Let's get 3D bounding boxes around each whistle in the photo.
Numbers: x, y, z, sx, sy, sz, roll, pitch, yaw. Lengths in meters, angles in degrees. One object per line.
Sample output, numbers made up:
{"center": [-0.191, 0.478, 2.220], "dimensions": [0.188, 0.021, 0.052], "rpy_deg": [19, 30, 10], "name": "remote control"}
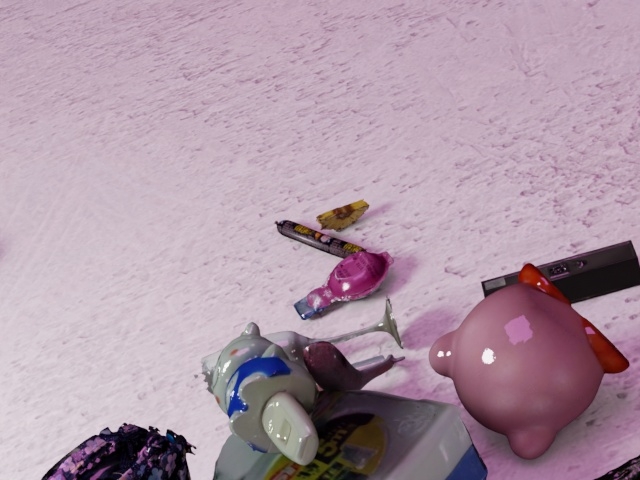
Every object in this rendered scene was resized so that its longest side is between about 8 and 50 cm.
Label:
{"center": [-0.058, 0.165, 1.625], "dimensions": [0.092, 0.110, 0.244], "rpy_deg": [12, 16, -24], "name": "whistle"}

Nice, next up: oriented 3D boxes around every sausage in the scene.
{"center": [0.000, 0.000, 2.161], "dimensions": [0.028, 0.025, 0.198], "rpy_deg": [-40, 38, -24], "name": "sausage"}

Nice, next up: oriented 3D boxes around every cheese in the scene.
{"center": [0.031, 0.058, 2.046], "dimensions": [0.145, 0.038, 0.095], "rpy_deg": [-30, 32, -4], "name": "cheese"}

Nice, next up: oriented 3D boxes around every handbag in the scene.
{"center": [-0.227, 0.310, 1.660], "dimensions": [0.126, 0.208, 0.228], "rpy_deg": [21, 48, 40], "name": "handbag"}

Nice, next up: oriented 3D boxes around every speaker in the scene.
{"center": [0.295, 0.051, 1.901], "dimensions": [0.191, 0.046, 0.040], "rpy_deg": [-16, 32, 7], "name": "speaker"}

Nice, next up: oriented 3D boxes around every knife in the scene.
{"center": [0.029, 0.149, 1.778], "dimensions": [0.123, 0.053, 0.278], "rpy_deg": [-22, -11, 5], "name": "knife"}

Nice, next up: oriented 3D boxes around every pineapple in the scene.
{"center": [0.028, -0.032, 2.175], "dimensions": [0.083, 0.045, 0.019], "rpy_deg": [-21, 60, -20], "name": "pineapple"}

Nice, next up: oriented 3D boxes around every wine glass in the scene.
{"center": [-0.029, 0.137, 1.938], "dimensions": [0.262, 0.074, 0.074], "rpy_deg": [-17, 33, 7], "name": "wine glass"}

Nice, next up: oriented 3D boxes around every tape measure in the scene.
{"center": [0.014, 0.272, 1.648], "dimensions": [0.262, 0.138, 0.259], "rpy_deg": [14, 45, 42], "name": "tape measure"}

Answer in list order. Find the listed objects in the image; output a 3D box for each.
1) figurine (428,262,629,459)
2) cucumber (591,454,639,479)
{"center": [0.226, 0.135, 1.711], "dimensions": [0.173, 0.173, 0.173], "rpy_deg": [-15, 33, 10], "name": "figurine"}
{"center": [0.306, 0.256, 1.590], "dimensions": [0.181, 0.053, 0.053], "rpy_deg": [-28, 33, -14], "name": "cucumber"}
